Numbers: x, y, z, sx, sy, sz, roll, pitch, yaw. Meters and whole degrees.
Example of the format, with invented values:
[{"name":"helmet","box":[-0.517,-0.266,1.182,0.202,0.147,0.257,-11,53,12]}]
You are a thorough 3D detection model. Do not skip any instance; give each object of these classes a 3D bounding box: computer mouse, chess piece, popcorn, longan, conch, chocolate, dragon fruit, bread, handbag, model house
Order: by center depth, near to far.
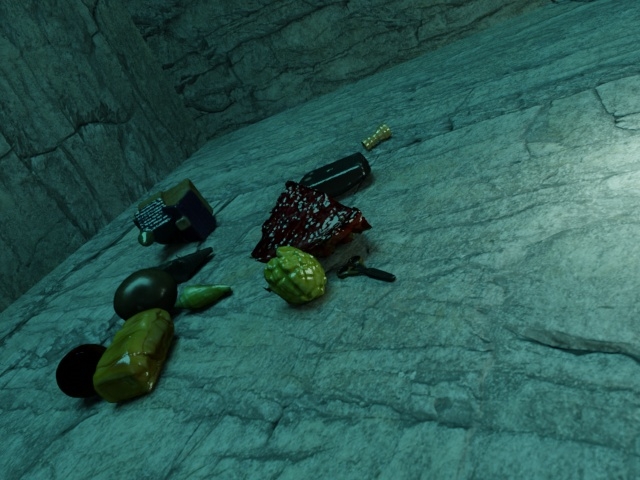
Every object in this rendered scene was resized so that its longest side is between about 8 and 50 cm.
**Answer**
[{"name":"popcorn","box":[-0.076,0.093,1.508,0.173,0.173,0.142,8,77,56]},{"name":"bread","box":[-0.519,0.317,1.629,0.166,0.132,0.294,-31,23,17]},{"name":"dragon fruit","box":[0.005,0.005,1.666,0.329,0.228,0.286,15,70,43]},{"name":"chocolate","box":[-0.679,0.382,1.679,0.176,0.177,0.177,-25,23,12]},{"name":"conch","box":[-0.378,0.173,1.827,0.200,0.080,0.095,-14,9,-4]},{"name":"longan","box":[-0.575,0.187,1.900,0.212,0.198,0.198,-37,23,-12]},{"name":"computer mouse","box":[0.055,-0.217,2.075,0.269,0.100,0.170,-21,27,11]},{"name":"handbag","box":[-0.546,0.095,2.200,0.270,0.089,0.175,-16,19,32]},{"name":"chess piece","box":[0.226,-0.421,2.348,0.122,0.066,0.066,-38,23,-3]},{"name":"model house","box":[-0.629,-0.080,2.471,0.312,0.245,0.280,-31,30,0]}]

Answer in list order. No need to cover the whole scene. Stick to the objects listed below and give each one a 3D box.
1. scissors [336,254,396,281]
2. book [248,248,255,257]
[{"name":"scissors","box":[0.123,0.081,1.483,0.088,0.017,0.220,-39,25,-21]},{"name":"book","box":[-0.159,0.020,1.953,0.127,0.014,0.181,-43,25,-28]}]
